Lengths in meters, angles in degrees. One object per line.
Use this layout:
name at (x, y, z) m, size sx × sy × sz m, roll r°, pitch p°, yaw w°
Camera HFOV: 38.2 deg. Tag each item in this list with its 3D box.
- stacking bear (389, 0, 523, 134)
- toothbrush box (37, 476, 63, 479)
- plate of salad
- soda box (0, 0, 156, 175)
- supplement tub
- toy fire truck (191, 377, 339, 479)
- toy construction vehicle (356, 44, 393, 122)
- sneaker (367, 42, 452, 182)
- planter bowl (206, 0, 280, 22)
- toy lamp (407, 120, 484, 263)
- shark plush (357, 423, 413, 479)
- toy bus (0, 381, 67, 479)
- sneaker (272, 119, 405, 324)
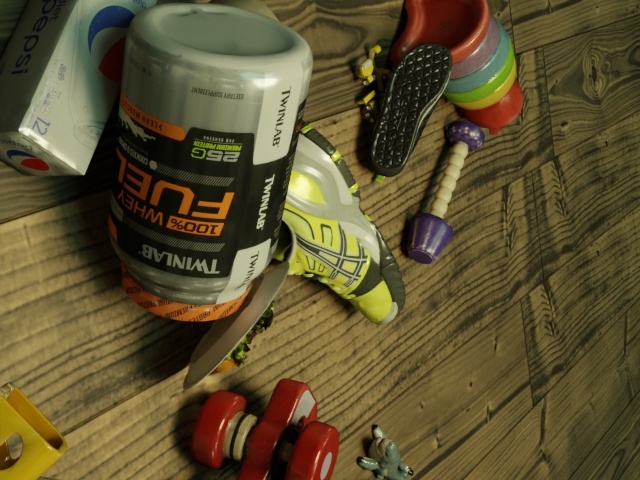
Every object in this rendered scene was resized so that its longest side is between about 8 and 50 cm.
stacking bear at (0.266, -0.298, 1.613) m, size 0.289 × 0.164 × 0.175 m, roll 41°, pitch 60°, yaw -50°
toothbrush box at (-0.269, 0.385, 0.894) m, size 0.122 × 0.206 × 0.283 m, roll 30°, pitch 69°, yaw -48°
plate of salad at (-0.096, 0.108, 1.127) m, size 0.048 × 0.200 × 0.200 m, roll 40°, pitch 55°, yaw -9°
soda box at (-0.259, -0.211, 0.977) m, size 0.091 × 0.098 × 0.286 m, roll 39°, pitch 60°, yaw -46°
supplement tub at (-0.127, -0.081, 1.007) m, size 0.193 × 0.194 × 0.316 m, roll -28°, pitch 139°, yaw -48°
toy fire truck at (-0.076, 0.344, 1.206) m, size 0.254 × 0.169 × 0.302 m, roll 73°, pitch 36°, yaw -60°
toy construction vehicle at (0.081, -0.250, 1.471) m, size 0.086 × 0.035 × 0.098 m, roll -48°, pitch 133°, yaw -37°
sneaker at (0.134, -0.205, 1.477) m, size 0.234 × 0.084 × 0.097 m, roll -63°, pitch 175°, yaw 1°
planter bowl at (-0.118, -0.209, 1.125) m, size 0.109 × 0.162 × 0.162 m, roll -37°, pitch 121°, yaw -26°
toy lamp at (0.218, -0.083, 1.612) m, size 0.080 × 0.080 × 0.274 m, roll 50°, pitch 55°, yaw -41°
shark plush at (0.120, 0.375, 1.508) m, size 0.073 × 0.067 × 0.161 m, roll -50°, pitch 128°, yaw -39°
toy bus at (-0.324, 0.223, 0.827) m, size 0.104 × 0.202 × 0.191 m, roll 48°, pitch 37°, yaw -4°
sneaker at (0.000, 0.000, 1.319) m, size 0.147 × 0.145 × 0.384 m, roll -39°, pitch 130°, yaw -8°
